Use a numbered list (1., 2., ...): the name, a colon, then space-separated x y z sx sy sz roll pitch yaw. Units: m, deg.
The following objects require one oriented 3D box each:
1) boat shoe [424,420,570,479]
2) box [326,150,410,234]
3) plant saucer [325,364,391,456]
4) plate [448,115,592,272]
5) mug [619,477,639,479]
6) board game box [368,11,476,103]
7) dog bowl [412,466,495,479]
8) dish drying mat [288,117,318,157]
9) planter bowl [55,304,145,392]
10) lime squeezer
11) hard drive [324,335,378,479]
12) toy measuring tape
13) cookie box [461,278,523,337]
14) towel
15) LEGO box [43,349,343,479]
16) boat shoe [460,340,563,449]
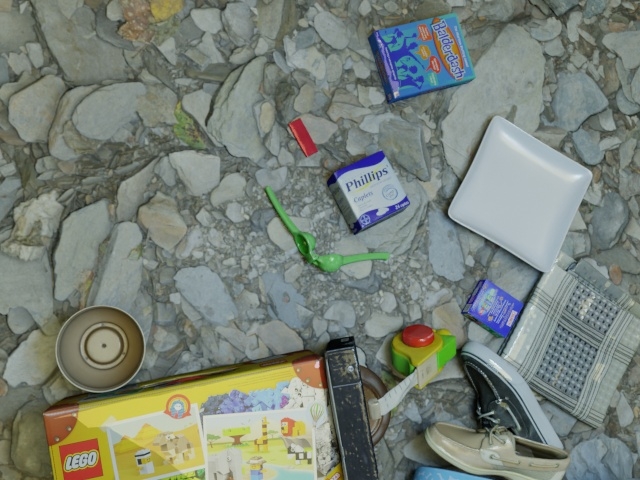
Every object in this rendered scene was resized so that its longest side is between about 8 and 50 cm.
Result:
1. boat shoe: 0.365 0.427 1.493 0.302 0.109 0.098 20 111 -2
2. box: 0.103 -0.103 1.562 0.126 0.072 0.137 -26 83 -15
3. plant saucer: 0.061 0.362 1.535 0.198 0.036 0.199 1 85 -12
4. plate: 0.454 -0.104 1.659 0.277 0.045 0.278 29 76 -7
5. mug: 0.649 0.643 1.332 0.374 0.328 0.276 -40 92 -15
6. board game box: 0.232 -0.415 1.642 0.210 0.047 0.160 -18 89 -15
7. dog bowl: 0.326 0.539 1.522 0.297 0.166 0.074 16 69 -11
8. dish drying mat: -0.038 -0.225 1.581 0.032 0.008 0.083 -29 91 -15
9. planter bowl: -0.420 0.206 1.397 0.161 0.109 0.162 1 85 -13
10. lime squeezer: 0.000 0.000 1.544 0.310 0.059 0.110 29 79 -8
11. hard drive: 0.066 0.364 1.395 0.064 0.237 0.339 -11 88 2
12. toy measuring tape: 0.167 0.260 1.495 0.330 0.121 0.122 -28 92 -44
13. cookie box: 0.388 0.154 1.628 0.107 0.040 0.092 34 78 -8
14. towel: 0.595 0.223 1.664 0.312 0.056 0.324 33 78 -8
15. LEGO box: -0.218 0.440 1.363 0.499 0.193 0.373 -10 87 -10
16. boat shoe: 0.400 0.372 1.569 0.119 0.121 0.335 -40 96 -18
